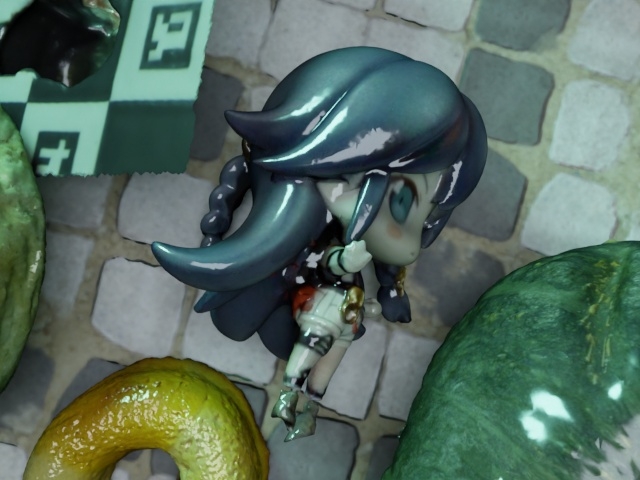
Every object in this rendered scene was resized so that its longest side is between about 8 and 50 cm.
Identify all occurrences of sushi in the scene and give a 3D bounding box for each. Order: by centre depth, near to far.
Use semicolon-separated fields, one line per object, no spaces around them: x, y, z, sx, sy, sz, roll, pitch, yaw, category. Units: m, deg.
-0.150;-0.214;0.604;0.296;0.100;0.373;3;80;33;sushi

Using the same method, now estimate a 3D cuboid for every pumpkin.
0.191;0.166;0.516;0.291;0.257;0.328;39;84;-13;pumpkin

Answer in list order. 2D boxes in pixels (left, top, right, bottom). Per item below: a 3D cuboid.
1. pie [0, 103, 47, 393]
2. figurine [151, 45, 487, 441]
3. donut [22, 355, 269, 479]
-0.301;0.009;0.543;0.276;0.078;0.277;0;89;25;pie
0.004;-0.014;0.568;0.197;0.175;0.265;44;76;6;figurine
-0.133;0.180;0.585;0.190;0.074;0.174;-15;86;-4;donut
